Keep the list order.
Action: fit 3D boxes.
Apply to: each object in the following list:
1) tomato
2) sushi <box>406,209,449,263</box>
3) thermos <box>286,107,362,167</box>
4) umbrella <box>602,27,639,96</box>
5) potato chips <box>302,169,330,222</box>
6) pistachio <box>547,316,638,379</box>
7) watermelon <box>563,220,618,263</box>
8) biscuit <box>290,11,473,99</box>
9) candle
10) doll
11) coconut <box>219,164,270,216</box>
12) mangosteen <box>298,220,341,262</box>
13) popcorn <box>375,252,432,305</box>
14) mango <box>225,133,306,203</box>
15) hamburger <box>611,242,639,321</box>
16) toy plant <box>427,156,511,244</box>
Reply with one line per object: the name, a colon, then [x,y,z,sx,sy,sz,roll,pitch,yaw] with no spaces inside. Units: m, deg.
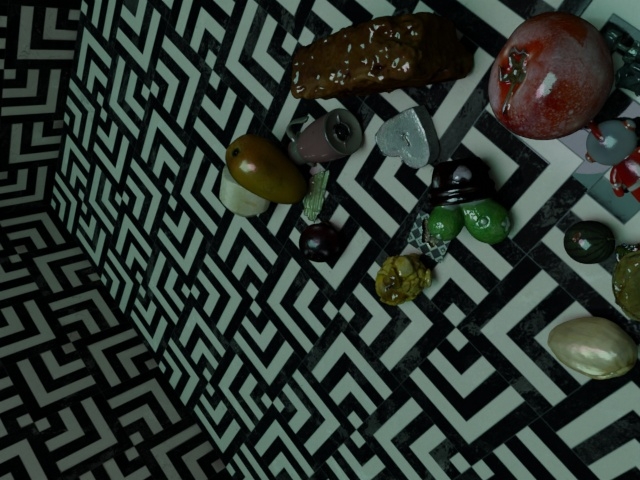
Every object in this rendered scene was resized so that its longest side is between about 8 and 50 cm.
tomato: [0.506,-0.351,1.189,0.270,0.227,0.270,-177,90,-71]
sushi: [0.332,-0.014,1.608,0.126,0.026,0.120,34,122,25]
thermos: [-0.011,-0.326,1.743,0.265,0.146,0.176,-9,124,54]
umbrella: [0.718,-0.329,1.098,0.349,0.094,0.143,46,125,25]
potato chips: [-0.021,-0.163,1.885,0.092,0.028,0.208,33,126,29]
pistachio: [0.669,0.261,1.329,0.200,0.117,0.145,10,72,48]
watermelon: [0.638,0.003,1.265,0.133,0.105,0.105,-12,96,65]
biscuit: [0.152,-0.469,1.412,0.395,0.342,0.166,1,102,40]
candle: [0.256,-0.305,1.553,0.192,0.068,0.169,34,128,29]
doll: [0.675,-0.183,1.199,0.245,0.076,0.142,51,131,13]
coconut: [-0.263,-0.206,1.979,0.202,0.202,0.222,38,129,28]
mangosteen: [0.000,0.000,1.852,0.152,0.152,0.153,15,114,39]
popcorn: [0.248,0.110,1.653,0.194,0.163,0.140,86,163,-59]
mango: [-0.173,-0.227,1.817,0.173,0.317,0.211,-50,27,15]
hamburger: [0.755,0.097,1.199,0.206,0.130,0.183,14,112,60]
toy plant: [0.385,-0.097,1.428,0.218,0.175,0.235,-8,95,1]
